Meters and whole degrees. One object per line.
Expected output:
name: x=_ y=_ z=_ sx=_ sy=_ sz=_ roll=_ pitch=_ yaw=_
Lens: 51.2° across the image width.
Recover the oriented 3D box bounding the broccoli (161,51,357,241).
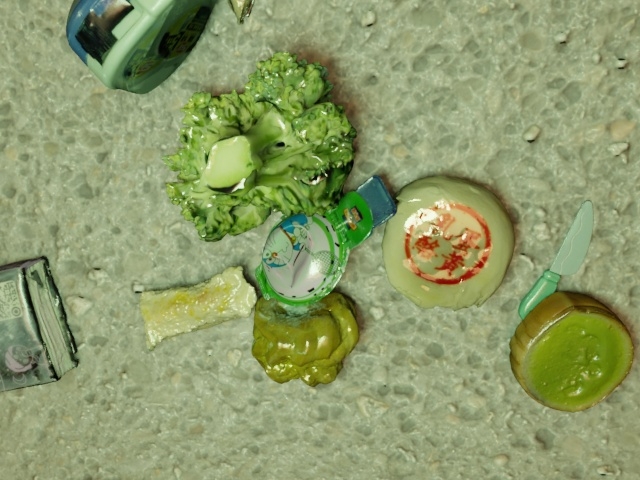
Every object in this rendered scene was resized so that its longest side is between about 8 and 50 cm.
broccoli: x=-0.106 y=-0.158 z=1.177 sx=0.338 sy=0.317 sz=0.277 roll=-15 pitch=94 yaw=-15

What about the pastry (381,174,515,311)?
pastry: x=0.233 y=0.007 z=1.242 sx=0.264 sy=0.133 sz=0.265 roll=2 pitch=107 yaw=8

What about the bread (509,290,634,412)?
bread: x=0.475 y=0.214 z=1.272 sx=0.236 sy=0.070 sz=0.236 roll=-1 pitch=111 yaw=-2

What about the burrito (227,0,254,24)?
burrito: x=-0.161 y=-0.474 z=1.220 sx=0.055 sy=0.041 sz=0.149 roll=-20 pitch=104 yaw=24

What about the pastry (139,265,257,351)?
pastry: x=-0.247 y=0.127 z=1.345 sx=0.258 sy=0.089 sz=0.122 roll=-20 pitch=97 yaw=10

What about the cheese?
cheese: x=0.000 y=0.000 z=1.257 sx=0.320 sy=0.083 sz=0.204 roll=-37 pitch=58 yaw=21

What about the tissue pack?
tissue pack: x=-0.723 y=0.196 z=1.406 sx=0.361 sy=0.122 sz=0.259 roll=-13 pitch=99 yaw=11

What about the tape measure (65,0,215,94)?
tape measure: x=-0.300 y=-0.380 z=1.144 sx=0.138 sy=0.259 sz=0.262 roll=41 pitch=112 yaw=-1

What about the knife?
knife: x=0.463 y=0.049 z=1.276 sx=0.063 sy=0.034 sz=0.260 roll=27 pitch=102 yaw=-4

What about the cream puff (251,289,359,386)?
cream puff: x=-0.028 y=0.200 z=1.298 sx=0.220 sy=0.195 sz=0.195 roll=-6 pitch=102 yaw=13
